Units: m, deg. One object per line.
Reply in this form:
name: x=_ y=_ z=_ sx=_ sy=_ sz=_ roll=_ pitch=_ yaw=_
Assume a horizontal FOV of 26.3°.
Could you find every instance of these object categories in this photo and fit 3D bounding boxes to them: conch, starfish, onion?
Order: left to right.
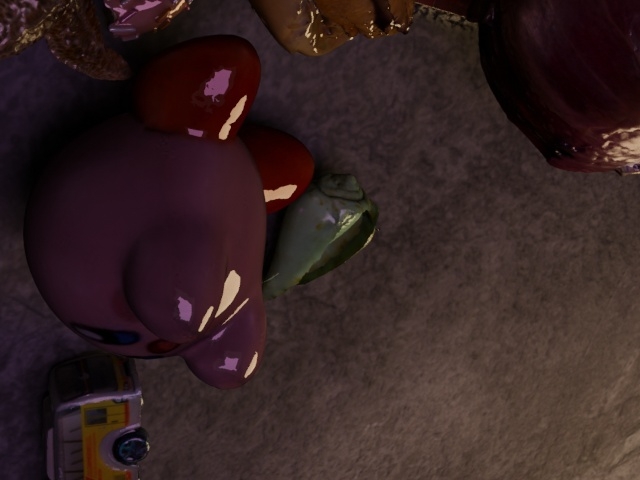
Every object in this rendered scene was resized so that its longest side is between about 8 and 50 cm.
starfish: x=-0.193 y=-0.200 z=1.066 sx=0.277 sy=0.062 sz=0.236 roll=-56 pitch=146 yaw=1
conch: x=0.000 y=0.000 z=1.385 sx=0.106 sy=0.079 sz=0.170 roll=16 pitch=126 yaw=-28
onion: x=0.285 y=-0.262 z=1.262 sx=0.348 sy=0.348 sz=0.385 roll=-22 pitch=88 yaw=-15

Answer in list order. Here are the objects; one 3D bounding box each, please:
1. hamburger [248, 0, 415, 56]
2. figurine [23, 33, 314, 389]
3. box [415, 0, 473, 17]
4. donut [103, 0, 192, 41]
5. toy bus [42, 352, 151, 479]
hamburger: x=-0.009 y=-0.303 z=1.057 sx=0.174 sy=0.284 sz=0.304 roll=-14 pitch=130 yaw=16
figurine: x=-0.148 y=-0.019 z=1.210 sx=0.269 sy=0.211 sz=0.261 roll=57 pitch=42 yaw=-64
box: x=0.119 y=-0.249 z=1.324 sx=0.082 sy=0.023 sz=0.051 roll=9 pitch=114 yaw=-32
donut: x=-0.140 y=-0.252 z=1.156 sx=0.117 sy=0.065 sz=0.166 roll=-17 pitch=127 yaw=-17
toy bus: x=-0.229 y=0.240 z=1.397 sx=0.106 sy=0.092 sz=0.268 roll=-3 pitch=121 yaw=-16
